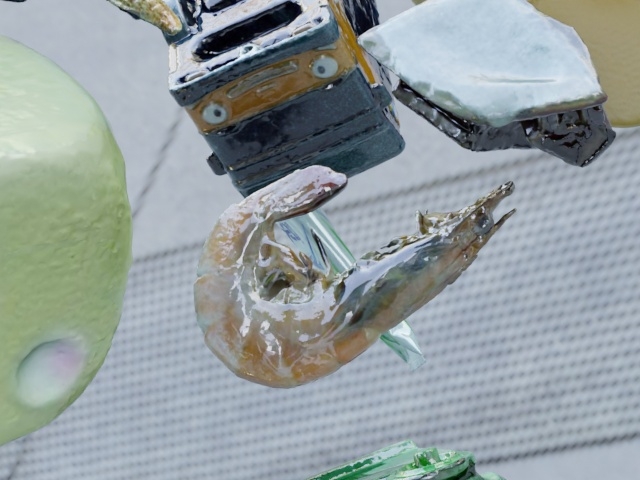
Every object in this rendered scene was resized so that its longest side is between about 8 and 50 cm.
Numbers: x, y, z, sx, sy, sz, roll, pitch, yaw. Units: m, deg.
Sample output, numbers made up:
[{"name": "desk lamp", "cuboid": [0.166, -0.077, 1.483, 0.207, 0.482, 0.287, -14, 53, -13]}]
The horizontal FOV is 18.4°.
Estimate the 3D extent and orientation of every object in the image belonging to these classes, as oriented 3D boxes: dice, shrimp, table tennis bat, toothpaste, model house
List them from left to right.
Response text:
[{"name": "dice", "cuboid": [-0.296, -0.004, 1.416, 0.252, 0.254, 0.250, 38, 128, 40]}, {"name": "toothpaste", "cuboid": [0.000, 0.000, 1.813, 0.048, 0.075, 0.297, -38, 87, -13]}, {"name": "shrimp", "cuboid": [0.022, 0.006, 1.431, 0.251, 0.052, 0.143, -29, 86, -6]}, {"name": "model house", "cuboid": [0.130, -0.098, 1.390, 0.106, 0.152, 0.165, -45, 63, -6]}, {"name": "table tennis bat", "cuboid": [0.210, -0.211, 1.809, 0.321, 0.198, 0.050, 19, 35, 38]}]

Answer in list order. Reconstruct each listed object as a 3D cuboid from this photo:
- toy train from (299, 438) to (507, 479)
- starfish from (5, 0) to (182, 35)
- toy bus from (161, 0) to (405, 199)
[{"name": "toy train", "cuboid": [0.043, 0.276, 1.782, 0.202, 0.266, 0.145, -14, 93, 66]}, {"name": "starfish", "cuboid": [-0.175, -0.236, 1.474, 0.208, 0.053, 0.176, 1, 56, -1]}, {"name": "toy bus", "cuboid": [-0.038, -0.195, 1.702, 0.162, 0.194, 0.323, -22, 40, 12]}]
